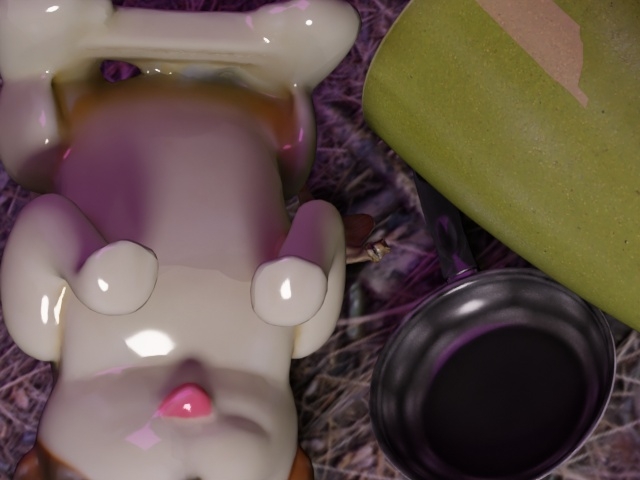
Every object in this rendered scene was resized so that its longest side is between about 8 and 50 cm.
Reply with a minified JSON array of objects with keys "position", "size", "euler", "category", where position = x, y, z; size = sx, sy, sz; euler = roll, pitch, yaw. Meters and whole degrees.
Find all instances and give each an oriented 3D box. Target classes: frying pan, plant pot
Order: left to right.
[{"position":[0.100,0.074,1.531],"size":[0.197,0.053,0.326],"euler":[-39,48,-3],"category":"frying pan"},{"position":[0.226,-0.067,1.452],"size":[0.275,0.275,0.293],"euler":[-38,67,0],"category":"plant pot"}]

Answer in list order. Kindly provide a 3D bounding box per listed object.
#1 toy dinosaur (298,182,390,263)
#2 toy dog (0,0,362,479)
[{"position":[0.000,0.000,1.641],"size":[0.092,0.053,0.183],"euler":[-34,33,-9],"category":"toy dinosaur"},{"position":[-0.136,0.053,1.499],"size":[0.395,0.284,0.408],"euler":[140,130,-56],"category":"toy dog"}]
